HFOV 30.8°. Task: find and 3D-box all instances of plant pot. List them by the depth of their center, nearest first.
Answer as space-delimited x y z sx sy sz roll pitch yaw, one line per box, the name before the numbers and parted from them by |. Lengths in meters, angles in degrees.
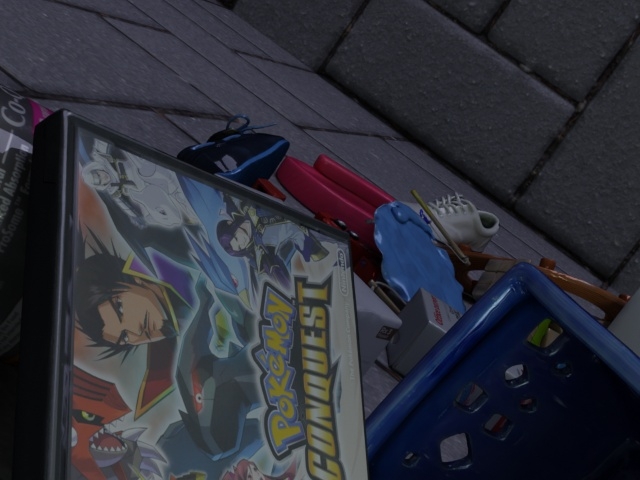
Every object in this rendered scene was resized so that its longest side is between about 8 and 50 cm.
plant pot | 0.185 0.194 0.853 0.212 0.236 0.236 34 11 -36

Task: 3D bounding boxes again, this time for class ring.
ring | 0.325 0.073 1.742 0.337 0.032 0.336 19 -12 4

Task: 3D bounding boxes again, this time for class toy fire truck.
toy fire truck | 0.000 0.000 1.490 0.192 0.047 0.135 42 15 25

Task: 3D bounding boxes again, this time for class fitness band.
fitness band | 0.061 -0.047 1.824 0.291 0.054 0.209 30 16 -18

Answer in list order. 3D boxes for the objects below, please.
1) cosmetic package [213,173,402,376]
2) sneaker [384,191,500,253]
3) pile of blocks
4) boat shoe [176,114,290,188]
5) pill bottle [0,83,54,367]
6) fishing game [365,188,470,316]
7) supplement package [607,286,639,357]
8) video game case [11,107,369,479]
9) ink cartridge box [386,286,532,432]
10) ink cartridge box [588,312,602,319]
cosmetic package | -0.036 0.036 1.188 0.117 0.085 0.231 20 21 -48
sneaker | 0.187 -0.035 1.783 0.094 0.091 0.258 46 18 30
pile of blocks | 0.297 0.142 1.640 0.113 0.148 0.362 3 -19 41
boat shoe | -0.109 -0.115 1.511 0.089 0.109 0.258 33 10 7
pill bottle | -0.258 -0.037 0.704 0.278 0.162 0.162 27 15 -31
fishing game | 0.120 0.036 1.502 0.189 0.041 0.264 49 30 -16
supplement package | 0.452 0.219 1.478 0.145 0.204 0.262 29 14 -23
video game case | -0.064 0.086 0.686 0.248 0.035 0.274 23 54 -43
ink cartridge box | 0.168 0.143 1.332 0.175 0.072 0.127 33 14 -9
ink cartridge box | 0.511 0.196 2.045 0.333 0.065 0.165 25 16 -42
